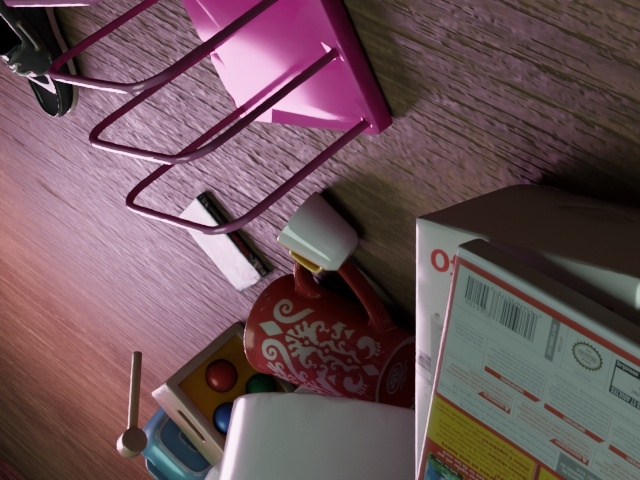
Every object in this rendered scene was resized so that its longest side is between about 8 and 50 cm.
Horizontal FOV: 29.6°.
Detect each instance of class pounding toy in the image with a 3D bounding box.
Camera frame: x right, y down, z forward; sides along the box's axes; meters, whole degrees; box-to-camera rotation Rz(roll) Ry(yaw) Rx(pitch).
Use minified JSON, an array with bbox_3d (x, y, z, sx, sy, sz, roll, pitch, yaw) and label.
[{"bbox_3d":[-0.163,0.197,1.521,0.181,0.206,0.094,50,154,-1],"label":"pounding toy"}]

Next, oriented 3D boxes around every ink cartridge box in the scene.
[{"bbox_3d":[0.174,0.120,0.869,0.207,0.117,0.283,18,116,47],"label":"ink cartridge box"}]

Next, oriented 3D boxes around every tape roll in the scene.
[{"bbox_3d":[0.043,0.233,1.200,0.286,0.100,0.286,10,161,3],"label":"tape roll"}]

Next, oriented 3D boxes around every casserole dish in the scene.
[{"bbox_3d":[-0.154,0.242,1.596,0.114,0.188,0.037,43,145,-1],"label":"casserole dish"}]

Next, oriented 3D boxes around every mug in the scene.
[{"bbox_3d":[0.016,0.099,1.223,0.169,0.113,0.150,22,145,38],"label":"mug"},{"bbox_3d":[0.002,-0.003,1.170,0.064,0.062,0.078,37,175,5],"label":"mug"}]

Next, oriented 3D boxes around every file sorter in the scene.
[{"bbox_3d":[-0.118,-0.174,0.974,0.202,0.182,0.290,14,137,51],"label":"file sorter"}]

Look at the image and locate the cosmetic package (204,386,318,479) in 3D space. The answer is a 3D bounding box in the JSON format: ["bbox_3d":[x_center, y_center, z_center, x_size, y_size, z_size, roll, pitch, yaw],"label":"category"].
[{"bbox_3d":[0.054,0.347,1.400,0.365,0.197,0.155,44,155,7],"label":"cosmetic package"}]

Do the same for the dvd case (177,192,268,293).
[{"bbox_3d":[-0.114,0.005,1.404,0.119,0.013,0.087,50,154,-3],"label":"dvd case"}]

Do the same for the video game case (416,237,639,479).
[{"bbox_3d":[0.148,0.165,0.801,0.204,0.025,0.285,32,126,39],"label":"video game case"}]

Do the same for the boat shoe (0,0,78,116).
[{"bbox_3d":[-0.337,-0.225,1.371,0.084,0.079,0.233,32,151,28],"label":"boat shoe"}]
